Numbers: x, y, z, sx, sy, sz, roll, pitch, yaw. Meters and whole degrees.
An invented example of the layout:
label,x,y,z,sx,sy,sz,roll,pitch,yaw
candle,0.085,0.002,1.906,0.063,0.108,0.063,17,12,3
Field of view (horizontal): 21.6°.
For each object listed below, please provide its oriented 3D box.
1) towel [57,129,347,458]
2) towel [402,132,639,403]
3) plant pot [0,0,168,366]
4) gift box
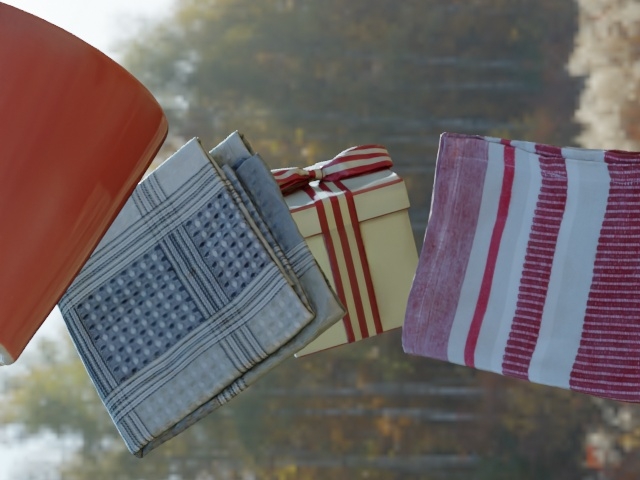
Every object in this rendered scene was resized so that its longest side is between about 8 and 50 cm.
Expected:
label,x,y,z,sx,sy,sz,roll,pitch,yaw
towel,-0.162,0.053,2.019,0.312,0.324,0.056,59,-171,31
towel,0.227,0.023,1.643,0.037,0.329,0.237,11,-91,-47
plant pot,-0.298,-0.043,1.401,0.275,0.275,0.243,68,-139,-67
gift box,0.000,0.000,2.547,0.276,0.255,0.258,-143,37,-68
